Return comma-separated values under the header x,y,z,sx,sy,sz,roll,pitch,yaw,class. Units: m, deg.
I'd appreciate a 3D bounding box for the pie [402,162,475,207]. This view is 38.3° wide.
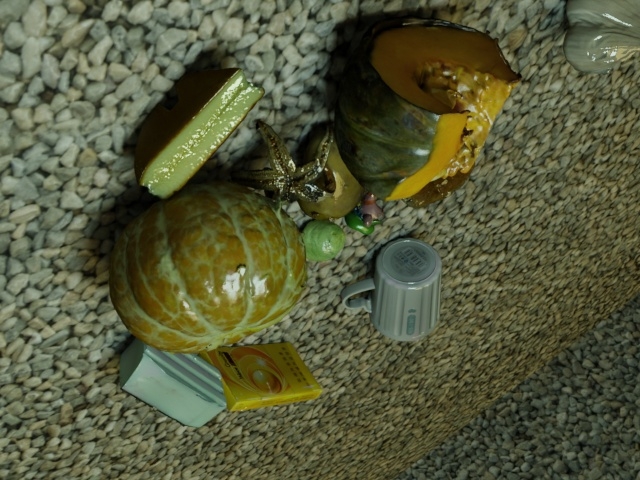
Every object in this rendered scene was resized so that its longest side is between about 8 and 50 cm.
x,y,z,sx,sy,sz,roll,pitch,yaw,class
0.246,-0.147,1.918,0.195,0.046,0.195,-27,147,-19,pie

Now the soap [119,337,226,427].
x,y,z,sx,sy,sz,roll,pitch,yaw,class
-0.294,0.269,1.798,0.091,0.145,0.230,-41,123,13,soap

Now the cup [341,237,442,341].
x,y,z,sx,sy,sz,roll,pitch,yaw,class
0.175,0.120,2.091,0.221,0.167,0.202,-28,146,-20,cup

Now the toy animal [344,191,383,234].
x,y,z,sx,sy,sz,roll,pitch,yaw,class
0.114,-0.107,1.799,0.103,0.100,0.208,18,131,-30,toy animal

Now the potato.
x,y,z,sx,sy,sz,roll,pitch,yaw,class
0.021,-0.113,1.648,0.137,0.137,0.176,-23,149,-25,potato

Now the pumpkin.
x,y,z,sx,sy,sz,roll,pitch,yaw,class
0.156,-0.222,1.508,0.303,0.256,0.225,-20,142,-39,pumpkin

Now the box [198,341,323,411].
x,y,z,sx,sy,sz,roll,pitch,yaw,class
-0.129,0.295,2.013,0.269,0.152,0.043,3,131,-48,box

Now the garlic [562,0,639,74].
x,y,z,sx,sy,sz,roll,pitch,yaw,class
0.552,-0.435,1.750,0.229,0.178,0.142,-49,122,-20,garlic

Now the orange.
x,y,z,sx,sy,sz,roll,pitch,yaw,class
-0.183,0.047,1.506,0.329,0.249,0.329,-14,161,-5,orange

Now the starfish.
x,y,z,sx,sy,sz,roll,pitch,yaw,class
-0.065,-0.125,1.533,0.190,0.074,0.146,-4,128,10,starfish

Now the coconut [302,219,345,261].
x,y,z,sx,sy,sz,roll,pitch,yaw,class
0.000,0.000,1.822,0.088,0.096,0.087,-13,106,-51,coconut

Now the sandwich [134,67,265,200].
x,y,z,sx,sy,sz,roll,pitch,yaw,class
-0.194,-0.176,1.376,0.244,0.088,0.090,-44,141,17,sandwich
